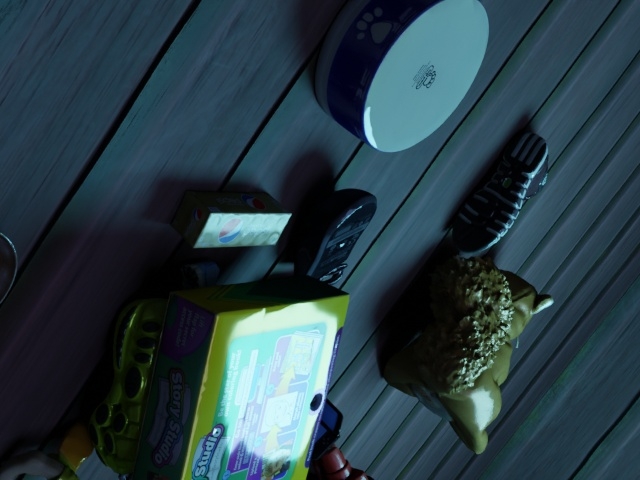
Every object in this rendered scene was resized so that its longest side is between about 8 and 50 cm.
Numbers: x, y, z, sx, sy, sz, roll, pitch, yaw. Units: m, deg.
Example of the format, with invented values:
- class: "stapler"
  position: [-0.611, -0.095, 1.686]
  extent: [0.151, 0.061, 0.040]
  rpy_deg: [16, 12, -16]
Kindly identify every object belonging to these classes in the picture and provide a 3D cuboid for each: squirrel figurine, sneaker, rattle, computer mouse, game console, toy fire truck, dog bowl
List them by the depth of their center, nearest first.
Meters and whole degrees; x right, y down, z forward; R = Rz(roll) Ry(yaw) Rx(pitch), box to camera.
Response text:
- class: "dog bowl"
  position: [0.122, -0.265, 1.449]
  extent: [0.265, 0.104, 0.265]
  rpy_deg: [-34, 148, -25]
- class: "sneaker"
  position: [-0.260, 0.223, 1.479]
  extent: [0.123, 0.109, 0.296]
  rpy_deg: [-10, 124, -56]
- class: "rattle"
  position: [-0.444, 0.368, 1.507]
  extent: [0.130, 0.143, 0.200]
  rpy_deg: [26, 123, -28]
- class: "sneaker"
  position: [-0.182, 0.098, 1.510]
  extent: [0.073, 0.063, 0.162]
  rpy_deg: [-25, 144, -42]
- class: "computer mouse"
  position: [0.000, 0.000, 1.645]
  extent: [0.188, 0.072, 0.272]
  rpy_deg: [-23, 154, -42]
- class: "game console"
  position: [-0.021, 0.359, 1.978]
  extent: [0.107, 0.122, 0.071]
  rpy_deg: [-45, 150, -6]
- class: "sneaker"
  position: [0.394, -0.080, 2.046]
  extent: [0.281, 0.106, 0.162]
  rpy_deg: [-54, 154, 8]
- class: "toy fire truck"
  position: [-0.021, 0.475, 2.097]
  extent: [0.158, 0.217, 0.246]
  rpy_deg: [-31, 105, -28]
- class: "squirrel figurine"
  position: [0.350, 0.199, 2.159]
  extent: [0.370, 0.281, 0.397]
  rpy_deg: [-46, 154, -18]

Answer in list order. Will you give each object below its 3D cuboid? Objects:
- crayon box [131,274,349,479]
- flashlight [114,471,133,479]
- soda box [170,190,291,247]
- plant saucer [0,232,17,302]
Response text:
- class: "crayon box"
  position: [-0.121, 0.246, 1.501]
  extent: [0.313, 0.106, 0.363]
  rpy_deg: [-3, 111, -52]
- class: "flashlight"
  position: [-0.228, 0.258, 1.610]
  extent: [0.304, 0.103, 0.103]
  rpy_deg: [-35, 124, -15]
- class: "soda box"
  position: [-0.127, -0.031, 1.435]
  extent: [0.181, 0.058, 0.061]
  rpy_deg: [-1, 126, -53]
- class: "plant saucer"
  position: [-0.433, 0.046, 1.138]
  extent: [0.168, 0.029, 0.168]
  rpy_deg: [-33, 147, -26]
